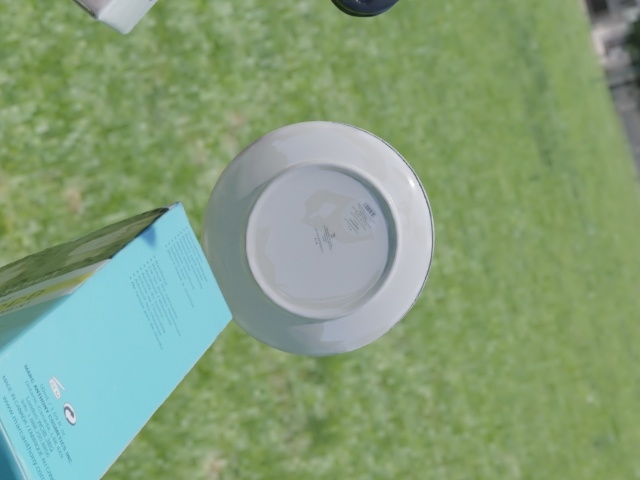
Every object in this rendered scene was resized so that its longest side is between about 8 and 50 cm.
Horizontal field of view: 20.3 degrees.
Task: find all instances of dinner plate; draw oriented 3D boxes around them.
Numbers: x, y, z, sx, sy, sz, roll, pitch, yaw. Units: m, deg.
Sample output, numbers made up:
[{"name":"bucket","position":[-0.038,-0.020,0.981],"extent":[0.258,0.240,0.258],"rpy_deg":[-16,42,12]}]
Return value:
[{"name":"dinner plate","position":[0.000,0.000,1.061],"extent":[0.017,0.141,0.141],"rpy_deg":[-153,-135,-78]}]

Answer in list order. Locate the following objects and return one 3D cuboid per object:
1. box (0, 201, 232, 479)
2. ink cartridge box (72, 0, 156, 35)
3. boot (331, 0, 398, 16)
[{"name":"box","position":[-0.115,0.053,0.683],"extent":[0.244,0.100,0.060],"rpy_deg":[-54,122,-73]},{"name":"ink cartridge box","position":[-0.069,-0.256,1.117],"extent":[0.060,0.275,0.239],"rpy_deg":[42,3,-1]},{"name":"boot","position":[0.010,-0.286,1.591],"extent":[0.207,0.094,0.247],"rpy_deg":[143,-54,-67]}]
